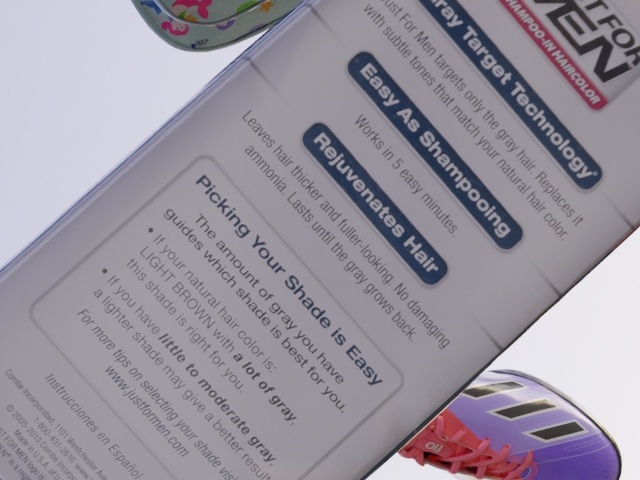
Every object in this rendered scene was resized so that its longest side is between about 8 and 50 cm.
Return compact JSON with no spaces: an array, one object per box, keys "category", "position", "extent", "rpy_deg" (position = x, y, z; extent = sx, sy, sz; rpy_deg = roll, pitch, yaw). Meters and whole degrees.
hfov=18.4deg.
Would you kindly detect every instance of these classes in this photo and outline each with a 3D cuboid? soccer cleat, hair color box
[{"category":"soccer cleat","position":[0.086,0.138,1.526],"extent":[0.109,0.318,0.116],"rpy_deg":[-61,5,22]},{"category":"hair color box","position":[0.000,0.000,0.886],"extent":[0.347,0.174,0.105],"rpy_deg":[-42,5,-5]}]

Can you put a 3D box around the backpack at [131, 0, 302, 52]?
[{"category":"backpack","position":[-0.106,-0.306,1.869],"extent":[0.225,0.191,0.253],"rpy_deg":[-27,-50,-1]}]
